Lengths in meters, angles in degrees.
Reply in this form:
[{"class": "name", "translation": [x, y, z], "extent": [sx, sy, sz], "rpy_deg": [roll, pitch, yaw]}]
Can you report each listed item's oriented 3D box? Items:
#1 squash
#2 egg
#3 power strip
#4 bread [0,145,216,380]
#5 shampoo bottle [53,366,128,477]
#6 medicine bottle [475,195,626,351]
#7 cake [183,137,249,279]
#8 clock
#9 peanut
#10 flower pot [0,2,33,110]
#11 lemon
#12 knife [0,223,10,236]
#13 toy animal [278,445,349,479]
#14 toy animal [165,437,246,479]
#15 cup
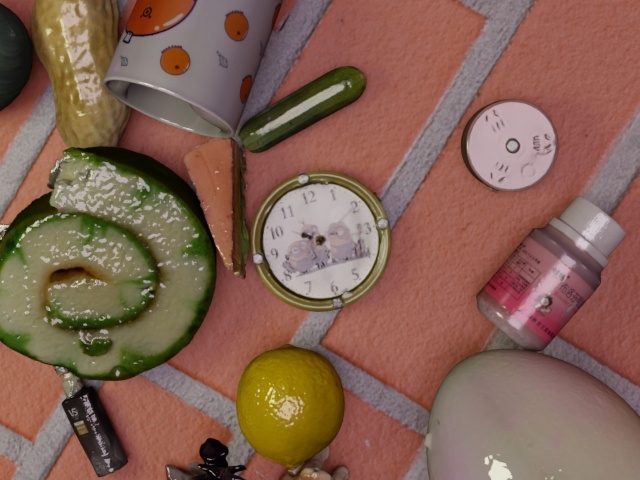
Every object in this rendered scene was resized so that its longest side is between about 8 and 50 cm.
[{"class": "squash", "translation": [-0.028, -0.214, 1.655], "extent": [0.229, 0.066, 0.066], "rpy_deg": [-30, 95, 5]}, {"class": "egg", "translation": [0.320, 0.330, 1.581], "extent": [0.354, 0.354, 0.340], "rpy_deg": [-35, 74, 4]}, {"class": "power strip", "translation": [0.306, -0.152, 1.650], "extent": [0.154, 0.078, 0.154], "rpy_deg": [0, 95, 0]}, {"class": "bread", "translation": [-0.349, 0.034, 1.609], "extent": [0.366, 0.129, 0.382], "rpy_deg": [-9, 110, -2]}, {"class": "shampoo bottle", "translation": [-0.391, 0.294, 1.712], "extent": [0.057, 0.063, 0.207], "rpy_deg": [-21, 97, 13]}, {"class": "medicine bottle", "translation": [0.374, 0.052, 1.638], "extent": [0.147, 0.147, 0.247], "rpy_deg": [40, 96, -3]}, {"class": "cake", "translation": [-0.165, -0.047, 1.623], "extent": [0.090, 0.109, 0.225], "rpy_deg": [-5, 74, 4]}, {"class": "clock", "translation": [0.000, 0.000, 1.680], "extent": [0.237, 0.057, 0.237], "rpy_deg": [0, 95, -2]}, {"class": "peanut", "translation": [-0.378, -0.284, 1.617], "extent": [0.149, 0.149, 0.313], "rpy_deg": [-11, 100, 2]}, {"class": "flower pot", "translation": [-0.556, -0.281, 1.582], "extent": [0.243, 0.157, 0.189], "rpy_deg": [-15, 99, 32]}, {"class": "lemon", "translation": [-0.048, 0.268, 1.644], "extent": [0.178, 0.178, 0.203], "rpy_deg": [-4, 81, 1]}, {"class": "knife", "translation": [-0.614, -0.019, 1.704], "extent": [0.207, 0.014, 0.030], "rpy_deg": [1, 96, -1]}, {"class": "toy animal", "translation": [-0.038, 0.439, 1.659], "extent": [0.104, 0.185, 0.184], "rpy_deg": [44, 96, -7]}, {"class": "toy animal", "translation": [-0.158, 0.472, 1.699], "extent": [0.090, 0.195, 0.324], "rpy_deg": [-42, 121, -36]}, {"class": "cup", "translation": [-0.175, -0.342, 1.551], "extent": [0.212, 0.212, 0.317], "rpy_deg": [20, 81, -2]}]
